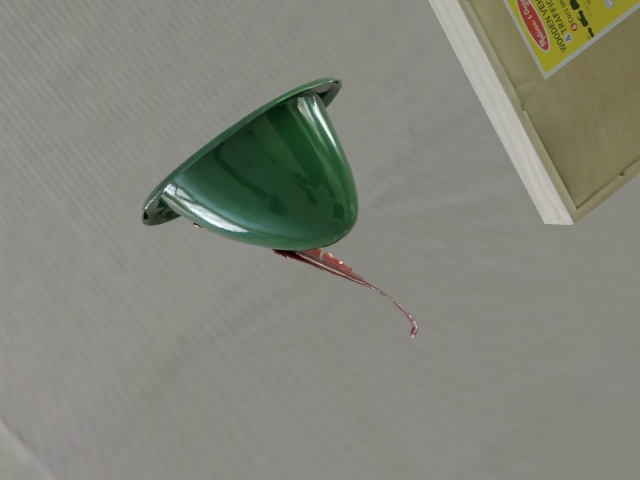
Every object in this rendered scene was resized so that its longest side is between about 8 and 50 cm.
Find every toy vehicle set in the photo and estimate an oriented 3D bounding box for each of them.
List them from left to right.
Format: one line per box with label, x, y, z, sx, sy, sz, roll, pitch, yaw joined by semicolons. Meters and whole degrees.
toy vehicle set;0.162;-0.166;1.312;0.166;0.035;0.267;-36;-71;-21

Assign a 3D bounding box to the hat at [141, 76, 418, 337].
hat;0.000;0.000;1.418;0.208;0.183;0.173;-29;-9;-43
